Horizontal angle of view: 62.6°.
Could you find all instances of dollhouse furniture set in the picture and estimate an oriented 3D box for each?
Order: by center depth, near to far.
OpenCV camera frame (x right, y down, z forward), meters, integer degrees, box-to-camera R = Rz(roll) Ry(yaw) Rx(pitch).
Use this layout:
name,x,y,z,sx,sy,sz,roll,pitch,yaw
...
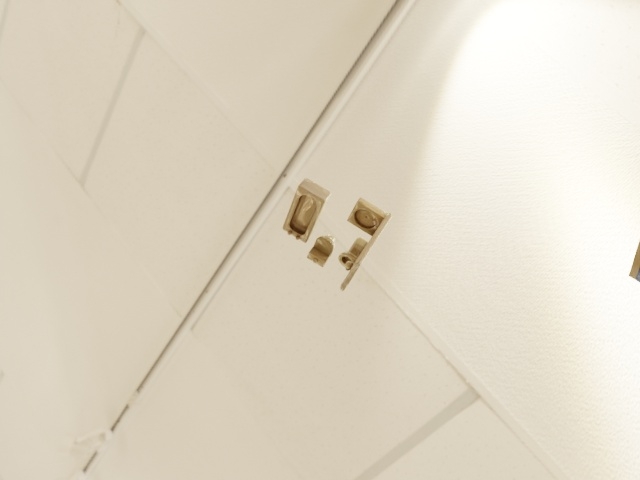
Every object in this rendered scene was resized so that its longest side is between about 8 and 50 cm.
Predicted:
name,x,y,z,sx,sy,sz,roll,pitch,yaw
dollhouse furniture set,0.000,0.000,0.834,0.151,0.123,0.144,32,-41,5

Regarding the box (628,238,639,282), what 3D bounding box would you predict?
name,x,y,z,sx,sy,sz,roll,pitch,yaw
box,0.376,0.019,0.456,0.225,0.037,0.136,-118,-152,-64
